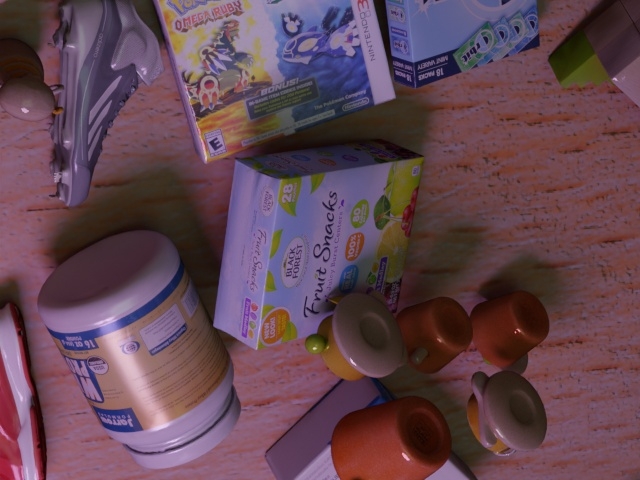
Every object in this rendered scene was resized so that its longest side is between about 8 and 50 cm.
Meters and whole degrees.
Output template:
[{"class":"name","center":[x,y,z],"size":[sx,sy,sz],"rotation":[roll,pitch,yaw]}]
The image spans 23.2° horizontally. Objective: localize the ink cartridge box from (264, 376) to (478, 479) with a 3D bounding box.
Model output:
[{"class":"ink cartridge box","center":[0.065,0.258,1.686],"size":[0.148,0.086,0.203],"rotation":[-45,116,2]}]

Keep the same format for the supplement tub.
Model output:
[{"class":"supplement tub","center":[-0.171,0.107,1.515],"size":[0.144,0.144,0.200],"rotation":[-27,116,-6]}]

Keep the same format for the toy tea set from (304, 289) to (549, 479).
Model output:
[{"class":"toy tea set","center":[0.111,0.152,1.588],"size":[0.336,0.200,0.124],"rotation":[-4,159,-44]}]

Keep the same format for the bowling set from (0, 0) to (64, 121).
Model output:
[{"class":"bowling set","center":[-0.346,-0.226,1.319],"size":[0.287,0.154,0.200],"rotation":[8,108,-21]}]

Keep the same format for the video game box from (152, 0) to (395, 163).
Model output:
[{"class":"video game box","center":[-0.044,-0.193,1.493],"size":[0.205,0.048,0.187],"rotation":[-20,114,-10]}]

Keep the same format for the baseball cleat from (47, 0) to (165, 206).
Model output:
[{"class":"baseball cleat","center":[-0.199,-0.129,1.455],"size":[0.109,0.072,0.206],"rotation":[-4,116,-24]}]

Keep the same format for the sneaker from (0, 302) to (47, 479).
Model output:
[{"class":"sneaker","center":[-0.341,0.174,1.534],"size":[0.128,0.087,0.221],"rotation":[-7,101,-6]}]

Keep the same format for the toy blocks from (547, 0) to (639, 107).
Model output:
[{"class":"toy blocks","center":[0.464,-0.209,1.580],"size":[0.381,0.191,0.261],"rotation":[-40,126,20]}]

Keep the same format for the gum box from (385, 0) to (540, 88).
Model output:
[{"class":"gum box","center":[0.134,-0.258,1.508],"size":[0.157,0.041,0.184],"rotation":[-21,117,-27]}]

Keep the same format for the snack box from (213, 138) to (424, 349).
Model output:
[{"class":"snack box","center":[0.000,0.000,1.524],"size":[0.207,0.070,0.175],"rotation":[-12,118,-44]}]
